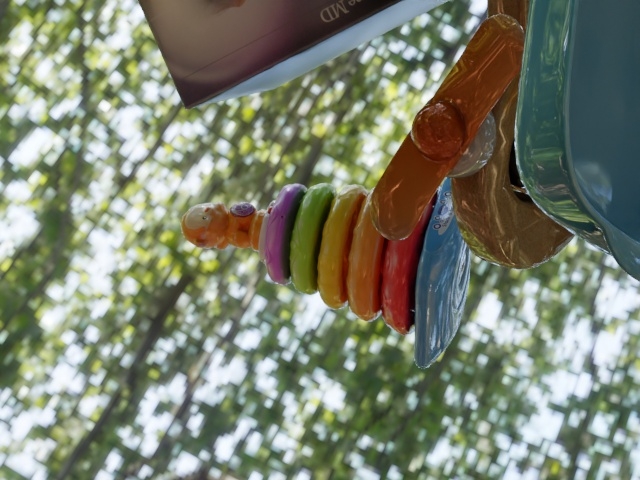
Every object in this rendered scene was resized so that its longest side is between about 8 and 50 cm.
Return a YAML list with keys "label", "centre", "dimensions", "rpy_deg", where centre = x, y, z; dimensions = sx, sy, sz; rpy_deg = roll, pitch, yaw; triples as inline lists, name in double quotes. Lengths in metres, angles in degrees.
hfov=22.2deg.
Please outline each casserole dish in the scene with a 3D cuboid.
- label: "casserole dish"
  centre: [0.117, -0.072, 0.621]
  dimensions: [0.037, 0.188, 0.114]
  rpy_deg: [-8, -26, 43]

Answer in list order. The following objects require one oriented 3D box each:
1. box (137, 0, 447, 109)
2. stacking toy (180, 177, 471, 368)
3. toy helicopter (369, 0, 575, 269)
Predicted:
- label: "box"
  centre: [-0.034, -0.318, 1.535]
  dimensions: [0.296, 0.183, 0.294]
  rpy_deg: [-24, -89, 31]
- label: "stacking toy"
  centre: [0.000, 0.000, 1.668]
  dimensions: [0.302, 0.175, 0.165]
  rpy_deg: [10, -43, 13]
- label: "toy helicopter"
  centre: [0.136, -0.140, 1.171]
  dimensions: [0.140, 0.235, 0.355]
  rpy_deg: [23, -50, 44]
